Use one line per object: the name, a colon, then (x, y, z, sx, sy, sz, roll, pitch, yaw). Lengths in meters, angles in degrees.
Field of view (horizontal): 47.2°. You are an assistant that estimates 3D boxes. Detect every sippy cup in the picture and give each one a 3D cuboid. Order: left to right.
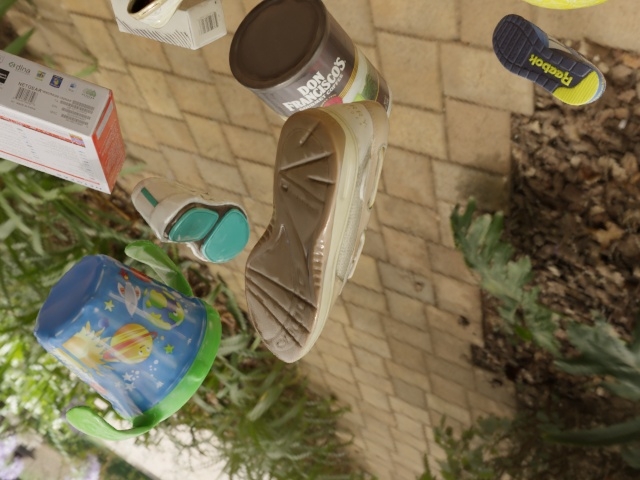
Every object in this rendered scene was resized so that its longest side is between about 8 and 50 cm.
sippy cup: (-0.318, 0.144, 1.172, 0.224, 0.240, 0.305, 42, -177, -33)

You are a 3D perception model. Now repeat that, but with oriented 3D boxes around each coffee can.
coffee can: (-0.011, -0.308, 1.380, 0.202, 0.201, 0.275, 16, 169, 35)

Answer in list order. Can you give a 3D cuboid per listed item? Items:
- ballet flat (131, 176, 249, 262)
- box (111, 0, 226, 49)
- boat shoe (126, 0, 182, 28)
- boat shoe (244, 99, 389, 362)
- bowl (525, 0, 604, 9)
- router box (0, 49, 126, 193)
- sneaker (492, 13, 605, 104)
ballet flat: (-0.242, -0.049, 1.405, 0.139, 0.139, 0.400, 29, 179, 13)
box: (-0.354, -0.525, 1.696, 0.275, 0.113, 0.094, 23, 136, 35)
boat shoe: (-0.170, -0.295, 0.820, 0.135, 0.045, 0.050, -48, 63, 29)
boat shoe: (0.000, 0.000, 0.733, 0.109, 0.098, 0.302, 38, 133, 30)
bowl: (0.267, -0.428, 0.980, 0.156, 0.289, 0.289, -18, 126, 29)
router box: (-0.494, -0.203, 1.163, 0.336, 0.082, 0.301, 19, 165, -7)
sneaker: (0.245, -0.192, 0.788, 0.144, 0.059, 0.053, 49, 126, 27)
